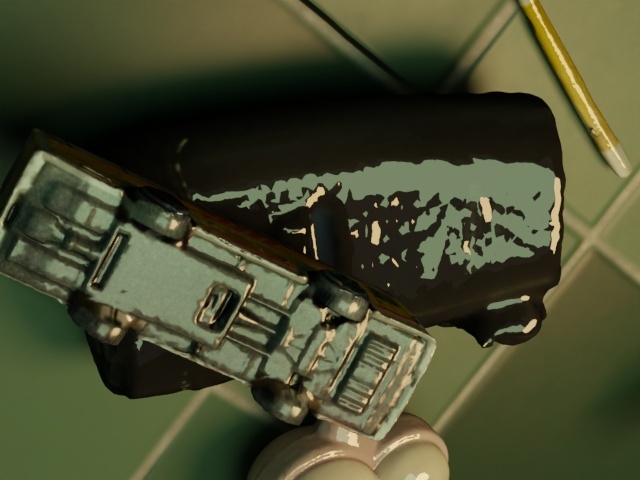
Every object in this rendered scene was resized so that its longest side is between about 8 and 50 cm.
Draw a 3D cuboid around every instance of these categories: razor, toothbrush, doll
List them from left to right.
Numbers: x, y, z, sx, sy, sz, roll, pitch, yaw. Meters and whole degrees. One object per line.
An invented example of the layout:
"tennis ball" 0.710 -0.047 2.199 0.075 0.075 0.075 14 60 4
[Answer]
"razor" 0.000 -0.002 1.162 0.327 0.107 0.189 -9 115 -12
"doll" 0.037 0.256 1.308 0.160 0.094 0.365 -19 120 -16
"toothbrush" 0.151 -0.148 1.210 0.024 0.021 0.288 -31 121 6

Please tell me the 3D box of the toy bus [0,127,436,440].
"toy bus" -0.067 0.027 1.037 0.268 0.106 0.092 25 101 -20
